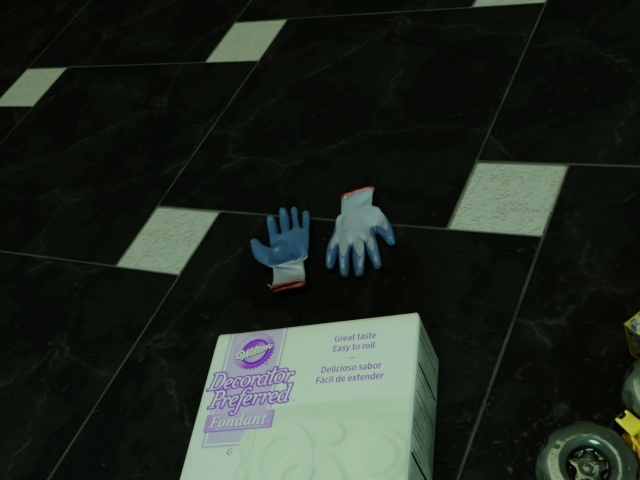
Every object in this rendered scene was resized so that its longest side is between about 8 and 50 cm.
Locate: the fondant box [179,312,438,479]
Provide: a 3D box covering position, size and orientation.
[{"bbox_3d":[-0.015,0.238,0.856,0.238,0.096,0.330,-8,43,20],"label":"fondant box"}]

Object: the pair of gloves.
[{"bbox_3d":[0.000,0.000,1.144,0.198,0.023,0.159,-16,41,11],"label":"pair of gloves"}]

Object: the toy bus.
[{"bbox_3d":[0.290,0.222,0.692,0.220,0.149,0.211,-37,55,-15],"label":"toy bus"}]

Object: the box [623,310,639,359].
[{"bbox_3d":[0.386,0.063,0.856,0.169,0.054,0.059,-36,42,-10],"label":"box"}]
